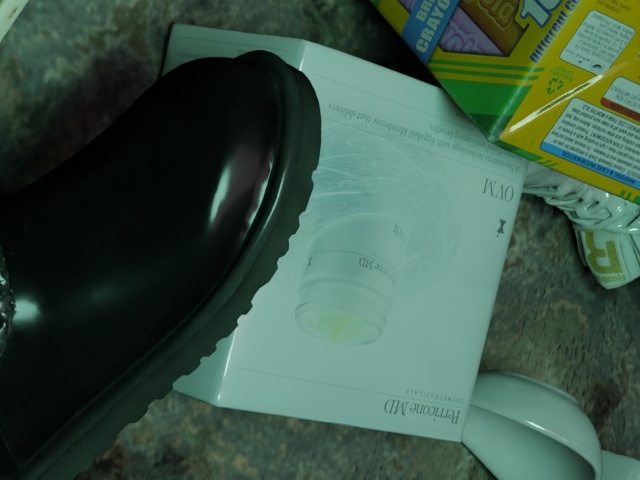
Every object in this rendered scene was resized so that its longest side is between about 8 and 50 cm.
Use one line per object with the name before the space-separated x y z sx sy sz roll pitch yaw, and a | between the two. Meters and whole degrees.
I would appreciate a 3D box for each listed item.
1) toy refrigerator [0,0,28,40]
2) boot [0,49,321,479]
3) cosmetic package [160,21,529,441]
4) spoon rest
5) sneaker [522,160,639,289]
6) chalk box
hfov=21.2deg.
toy refrigerator | -0.184 -0.200 0.919 0.102 0.094 0.269 45 69 -39
boot | -0.182 0.002 0.877 0.348 0.131 0.260 -50 133 8
cosmetic package | 0.000 0.000 1.102 0.224 0.138 0.224 14 91 -43
spoon rest | 0.177 0.169 1.316 0.276 0.137 0.084 35 72 -52
sneaker | 0.211 -0.036 1.309 0.292 0.108 0.169 -17 107 -41
chalk box | 0.154 -0.183 1.131 0.180 0.289 0.179 18 115 -35
